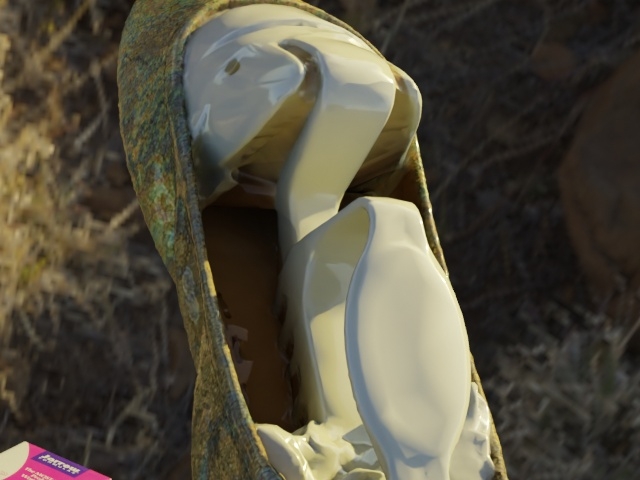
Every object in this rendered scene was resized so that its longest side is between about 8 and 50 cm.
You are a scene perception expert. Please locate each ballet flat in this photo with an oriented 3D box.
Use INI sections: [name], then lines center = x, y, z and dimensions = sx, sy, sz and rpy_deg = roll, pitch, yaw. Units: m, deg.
[ballet flat]
center = 0.000, 0.000, 0.694
dimensions = 0.123, 0.123, 0.348
rpy_deg = 0, 52, -14

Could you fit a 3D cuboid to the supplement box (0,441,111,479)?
[supplement box]
center = -0.307, 0.287, 1.808
dimensions = 0.111, 0.114, 0.220
rpy_deg = 19, 18, 22
